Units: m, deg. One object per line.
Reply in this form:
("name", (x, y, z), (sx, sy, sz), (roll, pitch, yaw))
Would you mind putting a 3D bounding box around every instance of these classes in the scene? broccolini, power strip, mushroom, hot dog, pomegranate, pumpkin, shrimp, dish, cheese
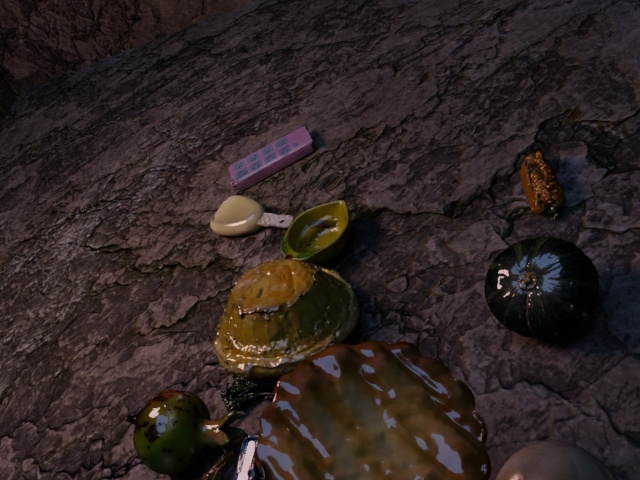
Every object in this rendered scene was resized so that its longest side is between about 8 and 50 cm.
("broccolini", (-0.103, 0.318, 1.265), (0.123, 0.062, 0.271), (-47, 43, -11))
("power strip", (-0.140, -0.235, 1.898), (0.279, 0.037, 0.109), (-28, 38, 3))
("mushroom", (0.302, 0.381, 0.857), (0.206, 0.209, 0.206), (14, 33, -9))
("hot dog", (0.459, -0.120, 1.377), (0.072, 0.055, 0.188), (-16, 40, 15))
("pomegranate", (-0.252, 0.350, 1.242), (0.220, 0.156, 0.156), (-21, 39, 19))
("pumpkin", (0.378, 0.080, 1.137), (0.190, 0.146, 0.190), (-5, 73, 17))
("shrimp", (-0.193, 0.446, 1.161), (0.162, 0.045, 0.095), (-56, 22, 0))
("dish", (0.000, 0.000, 1.521), (0.149, 0.080, 0.207), (23, 61, 43))
("cheese", (-0.169, -0.058, 1.713), (0.251, 0.054, 0.127), (6, 54, 36))

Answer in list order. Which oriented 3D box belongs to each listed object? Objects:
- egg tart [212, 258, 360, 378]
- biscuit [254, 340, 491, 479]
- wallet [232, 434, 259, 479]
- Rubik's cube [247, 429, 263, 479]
("egg tart", (-0.083, 0.135, 1.350), (0.341, 0.132, 0.341), (-14, 30, 9))
("biscuit", (0.073, 0.289, 0.912), (0.326, 0.107, 0.325), (3, 45, -3))
("wallet", (-0.090, 0.433, 1.125), (0.141, 0.059, 0.202), (-5, 46, 19))
("Rubik's cube", (-0.021, 0.400, 0.986), (0.180, 0.167, 0.183), (9, 50, 5))
